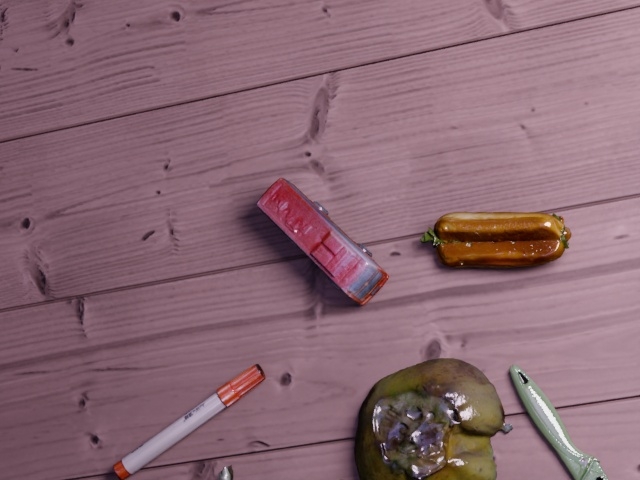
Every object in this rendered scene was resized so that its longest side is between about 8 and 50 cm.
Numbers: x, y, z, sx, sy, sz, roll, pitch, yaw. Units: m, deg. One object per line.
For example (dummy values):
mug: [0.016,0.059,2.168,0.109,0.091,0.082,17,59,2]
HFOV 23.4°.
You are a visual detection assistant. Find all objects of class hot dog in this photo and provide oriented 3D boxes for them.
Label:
hot dog: [0.221,-0.003,1.939,0.188,0.055,0.072,0,106,23]

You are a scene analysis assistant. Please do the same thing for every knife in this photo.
knife: [0.313,0.269,1.863,0.043,0.020,0.293,-33,70,6]

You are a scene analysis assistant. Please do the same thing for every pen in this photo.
pen: [-0.172,0.238,2.022,0.239,0.028,0.028,-36,69,7]

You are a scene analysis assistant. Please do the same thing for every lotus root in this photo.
lotus root: [0.127,0.236,1.902,0.204,0.078,0.183,-23,72,10]

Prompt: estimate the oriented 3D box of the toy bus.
toy bus: [0.000,0.000,2.000,0.065,0.077,0.192,-48,67,5]

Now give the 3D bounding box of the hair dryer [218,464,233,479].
hair dryer: [-0.050,0.425,1.921,0.229,0.092,0.267,11,71,12]
